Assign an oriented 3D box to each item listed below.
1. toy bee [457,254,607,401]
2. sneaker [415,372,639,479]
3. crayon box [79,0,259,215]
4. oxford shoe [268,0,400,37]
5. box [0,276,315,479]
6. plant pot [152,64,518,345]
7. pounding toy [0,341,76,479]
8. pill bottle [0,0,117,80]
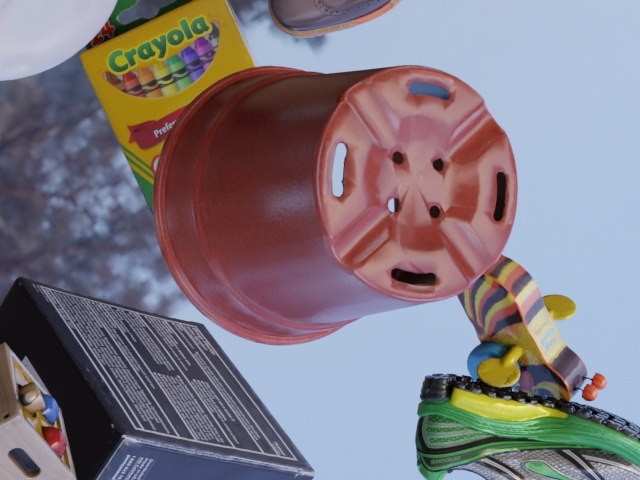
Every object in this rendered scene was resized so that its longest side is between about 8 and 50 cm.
[{"bbox_3d":[0.281,0.145,2.110,0.162,0.298,0.195,0,-129,38],"label":"toy bee"},{"bbox_3d":[0.279,0.266,2.029,0.343,0.146,0.134,13,-176,3],"label":"sneaker"},{"bbox_3d":[-0.169,-0.178,2.112,0.202,0.319,0.081,-26,-178,3],"label":"crayon box"},{"bbox_3d":[0.079,-0.360,1.963,0.363,0.130,0.132,-31,170,18],"label":"oxford shoe"},{"bbox_3d":[-0.217,0.221,1.906,0.183,0.294,0.296,-56,-134,16],"label":"box"},{"bbox_3d":[0.023,-0.040,1.498,0.272,0.272,0.265,-40,-165,-24],"label":"plant pot"},{"bbox_3d":[-0.290,0.170,1.582,0.100,0.141,0.130,-28,-141,3],"label":"pounding toy"},{"bbox_3d":[-0.424,-0.396,1.961,0.224,0.392,0.224,-31,155,-16],"label":"pill bottle"}]
